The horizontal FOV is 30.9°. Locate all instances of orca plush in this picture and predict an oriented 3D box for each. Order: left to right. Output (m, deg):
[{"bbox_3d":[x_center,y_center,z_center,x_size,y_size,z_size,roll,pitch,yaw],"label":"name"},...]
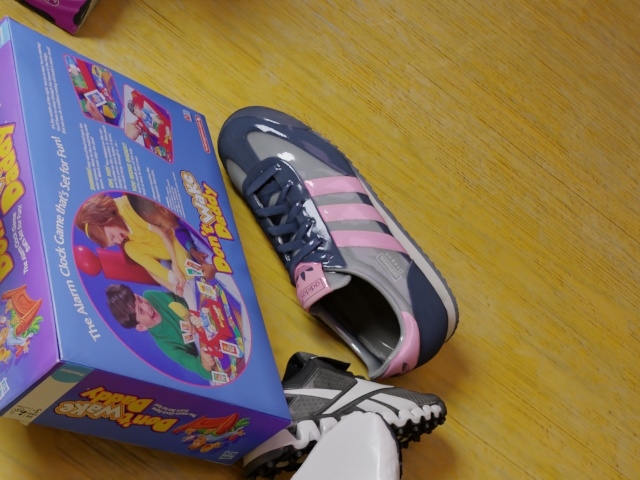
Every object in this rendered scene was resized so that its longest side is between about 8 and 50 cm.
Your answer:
[{"bbox_3d":[0.019,0.282,0.904,0.102,0.151,0.287,56,27,-45],"label":"orca plush"}]

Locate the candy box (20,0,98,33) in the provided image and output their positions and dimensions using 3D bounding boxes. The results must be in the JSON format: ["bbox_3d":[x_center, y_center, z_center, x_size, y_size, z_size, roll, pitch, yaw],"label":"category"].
[{"bbox_3d":[-0.279,-0.344,1.247,0.159,0.071,0.233,31,40,-13],"label":"candy box"}]

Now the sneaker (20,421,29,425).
[{"bbox_3d":[-0.229,0.085,0.913,0.070,0.051,0.134,34,34,-13],"label":"sneaker"}]

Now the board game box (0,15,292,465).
[{"bbox_3d":[-0.169,-0.001,0.963,0.233,0.078,0.347,24,37,-44],"label":"board game box"}]

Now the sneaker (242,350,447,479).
[{"bbox_3d":[0.017,0.144,1.043,0.234,0.078,0.106,-3,59,-39],"label":"sneaker"}]

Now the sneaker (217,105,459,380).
[{"bbox_3d":[0.000,0.000,1.134,0.319,0.112,0.131,45,36,5],"label":"sneaker"}]
